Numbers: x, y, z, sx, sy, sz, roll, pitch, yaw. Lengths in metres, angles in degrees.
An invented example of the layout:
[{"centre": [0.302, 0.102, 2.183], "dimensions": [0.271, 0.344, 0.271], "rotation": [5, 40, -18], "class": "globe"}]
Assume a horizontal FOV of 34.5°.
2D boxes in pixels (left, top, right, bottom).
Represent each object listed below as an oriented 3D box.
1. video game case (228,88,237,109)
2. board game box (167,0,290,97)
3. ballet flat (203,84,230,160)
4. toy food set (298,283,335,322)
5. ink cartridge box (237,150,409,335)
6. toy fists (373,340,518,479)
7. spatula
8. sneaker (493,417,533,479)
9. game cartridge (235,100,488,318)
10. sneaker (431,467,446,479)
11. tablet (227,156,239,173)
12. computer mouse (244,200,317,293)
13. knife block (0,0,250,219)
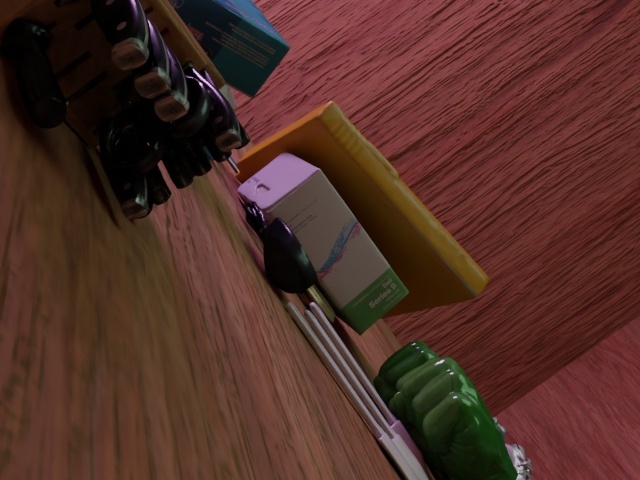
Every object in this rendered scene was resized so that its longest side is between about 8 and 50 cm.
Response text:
[{"centre": [-0.201, -0.298, 1.516], "dimensions": [0.212, 0.023, 0.193], "rotation": [33, -32, 57], "class": "video game case"}, {"centre": [-0.207, -0.324, 1.194], "dimensions": [0.254, 0.079, 0.336], "rotation": [25, 21, -40], "class": "board game box"}, {"centre": [-0.178, -0.239, 1.356], "dimensions": [0.280, 0.096, 0.095], "rotation": [55, 2, 13], "class": "ballet flat"}, {"centre": [-0.011, 0.067, 1.250], "dimensions": [0.083, 0.020, 0.082], "rotation": [56, 2, 18], "class": "toy food set"}, {"centre": [0.000, 0.000, 1.333], "dimensions": [0.212, 0.093, 0.154], "rotation": [52, -7, -22], "class": "ink cartridge box"}, {"centre": [0.130, 0.199, 1.190], "dimensions": [0.279, 0.096, 0.142], "rotation": [-157, -137, -83], "class": "toy fists"}, {"centre": [0.045, 0.164, 1.056], "dimensions": [0.242, 0.019, 0.168], "rotation": [54, 7, 8], "class": "spatula"}, {"centre": [0.298, 0.397, 1.666], "dimensions": [0.110, 0.118, 0.292], "rotation": [55, 3, -37], "class": "sneaker"}, {"centre": [0.045, -0.028, 1.441], "dimensions": [0.323, 0.052, 0.285], "rotation": [49, -28, -12], "class": "game cartridge"}, {"centre": [0.167, 0.294, 1.361], "dimensions": [0.161, 0.057, 0.075], "rotation": [-125, -165, -57], "class": "sneaker"}, {"centre": [-0.146, -0.132, 1.626], "dimensions": [0.083, 0.006, 0.054], "rotation": [53, 3, -18], "class": "tablet"}, {"centre": [-0.057, 0.004, 1.117], "dimensions": [0.071, 0.041, 0.242], "rotation": [63, -8, -18], "class": "computer mouse"}, {"centre": [-0.144, -0.140, 0.598], "dimensions": [0.275, 0.088, 0.242], "rotation": [55, 1, 4], "class": "knife block"}]
